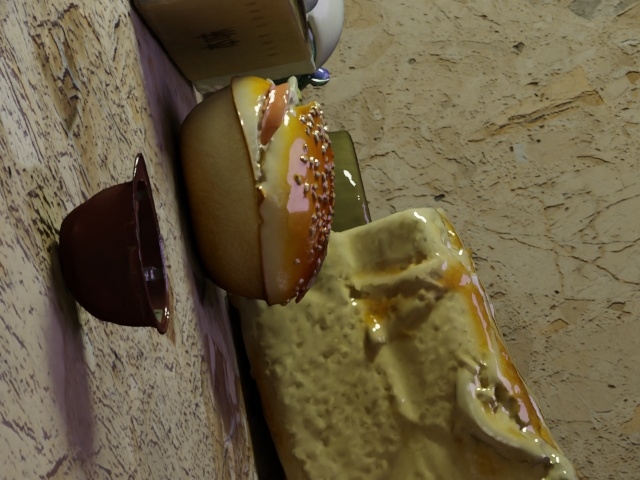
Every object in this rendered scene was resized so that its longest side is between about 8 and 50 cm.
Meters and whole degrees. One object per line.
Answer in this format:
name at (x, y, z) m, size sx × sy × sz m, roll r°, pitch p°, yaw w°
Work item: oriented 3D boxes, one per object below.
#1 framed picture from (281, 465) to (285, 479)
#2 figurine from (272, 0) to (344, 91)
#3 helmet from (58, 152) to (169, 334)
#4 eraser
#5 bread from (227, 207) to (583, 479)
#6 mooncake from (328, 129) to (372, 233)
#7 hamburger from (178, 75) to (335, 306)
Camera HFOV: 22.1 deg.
framed picture at (-0.026, 0.308, 1.962) m, size 0.136 × 0.010 × 0.201 m, roll -89°, pitch 167°, yaw -77°
figurine at (-0.075, -0.337, 1.893) m, size 0.261 × 0.186 × 0.382 m, roll -124°, pitch -157°, yaw -61°
helmet at (-0.129, 0.006, 0.993) m, size 0.089 × 0.057 × 0.111 m, roll -84°, pitch 167°, yaw -68°
eraser at (-0.091, -0.231, 1.642) m, size 0.343 × 0.144 × 0.078 m, roll 55°, pitch 24°, yaw -78°
bread at (0.094, 0.174, 1.819) m, size 0.371 × 0.279 × 0.390 m, roll 54°, pitch 12°, yaw -72°
mooncake at (0.000, 0.000, 2.201) m, size 0.284 × 0.155 × 0.284 m, roll -14°, pitch 90°, yaw -86°
hamburger at (-0.055, -0.047, 1.591) m, size 0.237 × 0.147 × 0.237 m, roll -9°, pitch 90°, yaw -85°
